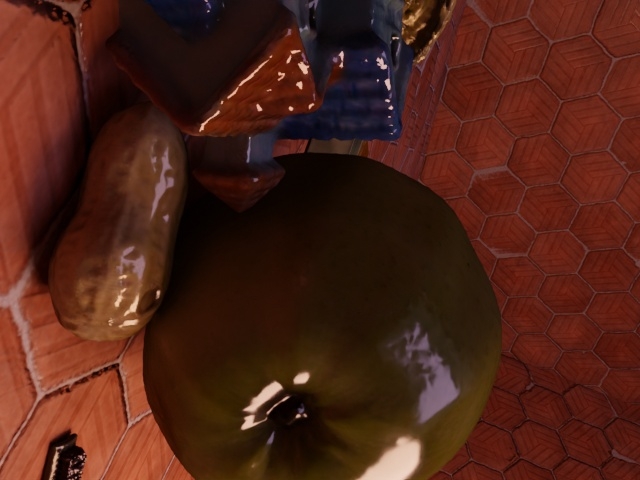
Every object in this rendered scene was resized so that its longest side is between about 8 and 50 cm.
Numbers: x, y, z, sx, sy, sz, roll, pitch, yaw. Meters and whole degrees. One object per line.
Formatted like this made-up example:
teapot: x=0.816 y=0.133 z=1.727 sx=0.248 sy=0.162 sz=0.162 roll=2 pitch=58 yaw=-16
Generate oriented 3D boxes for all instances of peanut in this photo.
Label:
peanut: x=-0.186 y=-0.017 z=0.588 sx=0.120 sy=0.110 sz=0.237 roll=6 pitch=103 yaw=-62

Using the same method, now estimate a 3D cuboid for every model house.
model house: x=-0.034 y=-0.175 z=0.519 sx=0.295 sy=0.251 sz=0.330 roll=-27 pitch=123 yaw=-71

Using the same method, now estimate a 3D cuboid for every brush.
brush: x=-0.323 y=0.350 z=0.737 sx=0.043 sy=0.036 sz=0.248 roll=-10 pitch=119 yaw=-70

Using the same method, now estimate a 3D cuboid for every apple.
apple: x=-0.002 y=0.116 z=0.791 sx=0.473 sy=0.473 sz=0.474 roll=20 pitch=90 yaw=-77

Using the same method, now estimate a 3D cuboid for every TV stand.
TV stand: x=0.055 y=-0.260 z=1.232 sx=0.083 sy=0.088 sz=0.270 roll=22 pitch=88 yaw=-78

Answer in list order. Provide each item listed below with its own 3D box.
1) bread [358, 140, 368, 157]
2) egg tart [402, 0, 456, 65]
bread: x=0.093 y=-0.211 z=1.575 sx=0.094 sy=0.035 sz=0.090 roll=71 pitch=40 yaw=-69
egg tart: x=0.029 y=-0.327 z=0.724 sx=0.120 sy=0.315 sz=0.315 roll=-8 pitch=122 yaw=-41
